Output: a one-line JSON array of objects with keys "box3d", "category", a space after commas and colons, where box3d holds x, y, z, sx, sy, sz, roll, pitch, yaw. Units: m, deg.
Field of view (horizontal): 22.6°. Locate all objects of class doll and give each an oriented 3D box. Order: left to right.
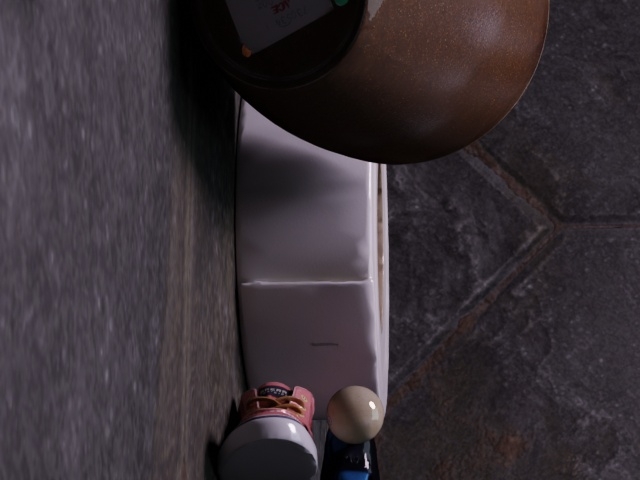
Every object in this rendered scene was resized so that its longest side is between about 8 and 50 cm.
[{"box3d": [0.017, 0.171, 1.068, 0.129, 0.046, 0.189, -87, -175, -51], "category": "doll"}]

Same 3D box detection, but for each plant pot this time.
[{"box3d": [0.012, -0.148, 0.992, 0.230, 0.215, 0.215, -16, 105, -69], "category": "plant pot"}]

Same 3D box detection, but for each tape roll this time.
[{"box3d": [0.000, 0.000, 1.251, 0.286, 0.100, 0.286, 0, 90, -86], "category": "tape roll"}]

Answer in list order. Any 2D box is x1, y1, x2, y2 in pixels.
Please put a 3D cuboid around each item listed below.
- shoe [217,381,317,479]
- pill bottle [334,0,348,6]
[{"box3d": [-0.034, 0.126, 1.057, 0.178, 0.063, 0.081, 91, -1, -64], "category": "shoe"}, {"box3d": [0.061, -0.374, 1.301, 0.204, 0.204, 0.361, -83, 161, -59], "category": "pill bottle"}]
